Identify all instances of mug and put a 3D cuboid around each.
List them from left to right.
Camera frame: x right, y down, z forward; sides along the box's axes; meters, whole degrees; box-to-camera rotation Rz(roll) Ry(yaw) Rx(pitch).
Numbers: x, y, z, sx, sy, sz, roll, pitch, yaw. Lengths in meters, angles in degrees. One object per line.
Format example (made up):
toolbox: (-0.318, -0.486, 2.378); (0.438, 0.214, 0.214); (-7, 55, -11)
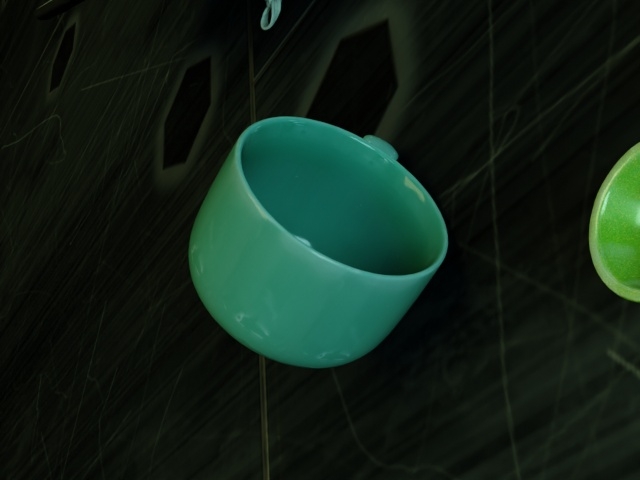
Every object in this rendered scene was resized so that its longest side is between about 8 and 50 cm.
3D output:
mug: (0.002, 0.006, 0.571); (0.129, 0.158, 0.097); (53, 128, 28)

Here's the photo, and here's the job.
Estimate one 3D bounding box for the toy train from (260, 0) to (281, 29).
toy train: (-0.021, -0.251, 0.824); (0.166, 0.046, 0.125); (-28, 51, 54)

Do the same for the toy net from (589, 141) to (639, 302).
toy net: (0.163, -0.088, 0.389); (0.122, 0.045, 0.232); (-29, 50, 54)

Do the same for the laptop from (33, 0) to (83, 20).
laptop: (-0.108, -0.412, 0.854); (0.408, 0.236, 0.382); (-40, 20, -18)
